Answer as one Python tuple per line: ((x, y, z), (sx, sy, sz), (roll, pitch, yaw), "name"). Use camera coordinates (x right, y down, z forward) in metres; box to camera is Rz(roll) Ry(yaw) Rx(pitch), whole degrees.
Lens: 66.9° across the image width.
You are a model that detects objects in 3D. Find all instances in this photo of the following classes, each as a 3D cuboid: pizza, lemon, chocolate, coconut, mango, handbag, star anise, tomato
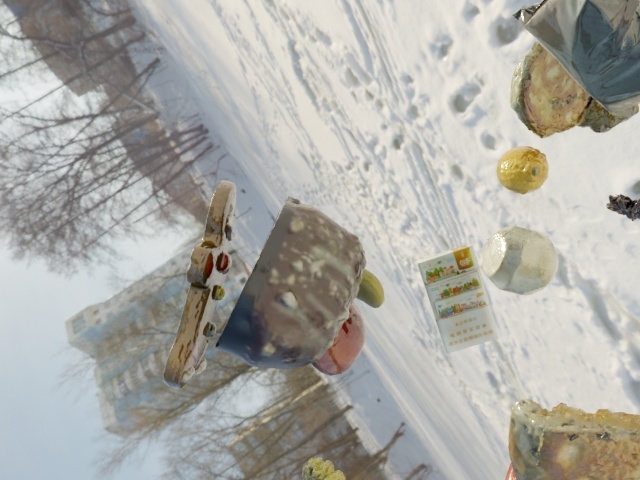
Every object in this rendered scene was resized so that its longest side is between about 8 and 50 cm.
((0.353, 0.262, 0.549), (0.335, 0.226, 0.086), (40, -163, -16), "pizza")
((0.602, -0.208, 1.437), (0.142, 0.142, 0.187), (58, -172, -12), "lemon")
((-0.035, 0.092, 0.933), (0.210, 0.340, 0.225), (27, 155, -8), "chocolate")
((0.480, 0.048, 1.150), (0.162, 0.161, 0.161), (14, -177, -11), "coconut")
((0.158, 0.161, 1.752), (0.191, 0.122, 0.085), (32, -143, 0), "mango")
((0.446, -0.303, 0.734), (0.270, 0.117, 0.182), (39, 168, -7), "handbag")
((1.122, -0.104, 1.711), (0.234, 0.073, 0.177), (17, 179, -26), "star anise")
((0.054, 0.222, 1.221), (0.199, 0.112, 0.228), (38, -139, -32), "tomato")

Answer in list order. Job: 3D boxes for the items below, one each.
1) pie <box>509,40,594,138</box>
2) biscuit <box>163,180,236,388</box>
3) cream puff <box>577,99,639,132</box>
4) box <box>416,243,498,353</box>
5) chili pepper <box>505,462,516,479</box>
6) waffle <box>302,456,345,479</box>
((0.652, -0.440, 1.343), (0.092, 0.315, 0.315), (48, 169, 53), "pie")
((-0.225, 0.086, 1.005), (0.064, 0.431, 0.283), (13, 171, -3), "biscuit")
((0.896, -0.463, 1.525), (0.244, 0.244, 0.196), (68, 178, -64), "cream puff")
((0.298, 0.127, 1.047), (0.032, 0.122, 0.220), (-80, -29, -77), "box")
((0.335, 0.421, 0.796), (0.063, 0.272, 0.071), (-21, 119, 43), "chili pepper")
((0.037, 0.429, 0.763), (0.194, 0.051, 0.149), (55, 160, 5), "waffle")
